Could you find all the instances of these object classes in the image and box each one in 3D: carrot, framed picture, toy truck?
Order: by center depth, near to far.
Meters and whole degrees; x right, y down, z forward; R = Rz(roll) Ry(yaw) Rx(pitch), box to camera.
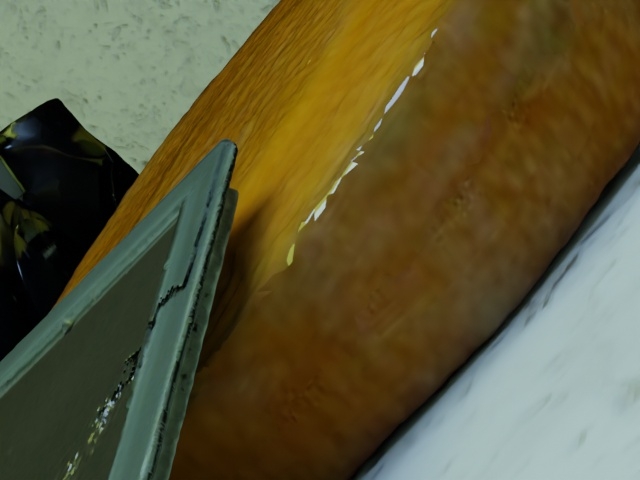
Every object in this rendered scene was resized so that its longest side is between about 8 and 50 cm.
[{"bbox_3d":[-0.104,0.126,0.375,0.232,0.019,0.296,-42,21,29],"label":"framed picture"},{"bbox_3d":[0.000,0.000,0.538,0.307,0.100,0.258,-57,12,-23],"label":"carrot"},{"bbox_3d":[-0.221,0.065,0.943,0.254,0.180,0.405,-29,9,13],"label":"toy truck"}]
